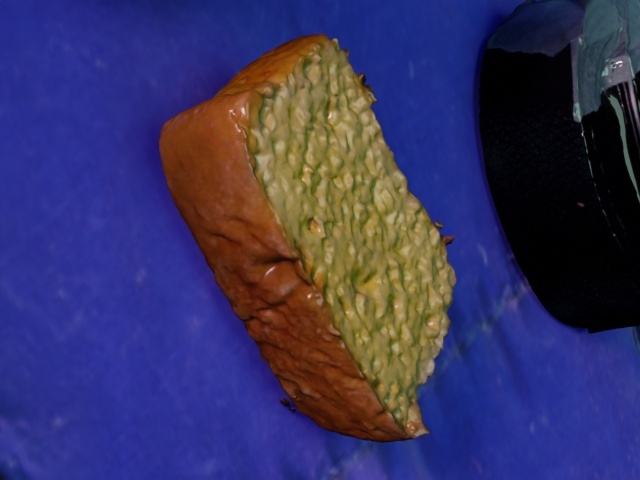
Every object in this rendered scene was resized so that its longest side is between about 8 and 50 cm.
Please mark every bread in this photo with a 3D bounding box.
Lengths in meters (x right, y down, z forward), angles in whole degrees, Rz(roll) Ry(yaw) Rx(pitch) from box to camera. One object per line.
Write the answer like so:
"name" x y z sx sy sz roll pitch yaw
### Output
"bread" 0.000 0.000 0.836 0.187 0.065 0.103 57 41 -28

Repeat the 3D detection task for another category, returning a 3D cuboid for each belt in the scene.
"belt" 0.161 -0.047 1.056 0.151 0.078 0.198 -46 119 -46
